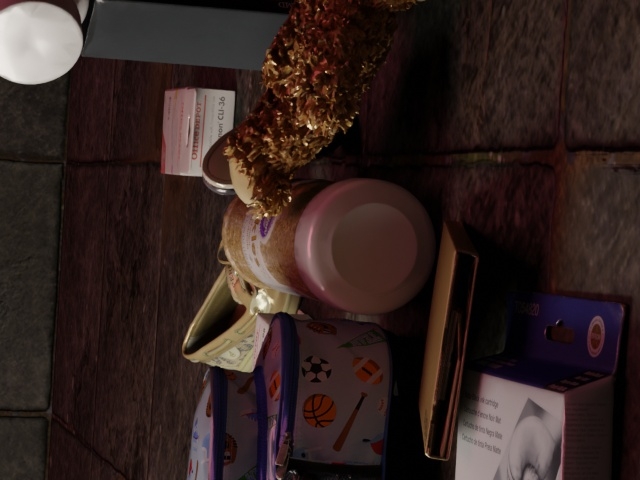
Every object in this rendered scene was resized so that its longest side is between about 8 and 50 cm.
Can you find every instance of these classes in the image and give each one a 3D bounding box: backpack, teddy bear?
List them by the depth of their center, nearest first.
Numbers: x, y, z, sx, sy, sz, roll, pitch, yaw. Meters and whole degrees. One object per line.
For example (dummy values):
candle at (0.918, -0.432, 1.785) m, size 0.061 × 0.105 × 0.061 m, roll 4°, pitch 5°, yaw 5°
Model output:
teddy bear at (0.017, -0.169, 1.769) m, size 0.338 × 0.113 × 0.245 m, roll -62°, pitch -1°, yaw 8°
backpack at (-0.016, 0.196, 1.773) m, size 0.276 × 0.213 × 0.263 m, roll 154°, pitch 129°, yaw -75°

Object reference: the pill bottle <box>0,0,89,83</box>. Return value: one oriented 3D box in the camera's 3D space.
pill bottle at (-0.307, -0.269, 2.029) m, size 0.229 × 0.131 × 0.131 m, roll -106°, pitch 24°, yaw -47°

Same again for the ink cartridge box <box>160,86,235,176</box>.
ink cartridge box at (-0.157, -0.140, 2.550) m, size 0.198 × 0.067 × 0.115 m, roll -166°, pitch 79°, yaw -75°

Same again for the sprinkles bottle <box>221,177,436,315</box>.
sprinkles bottle at (0.000, 0.000, 1.877) m, size 0.355 × 0.121 × 0.121 m, roll -173°, pitch 86°, yaw -74°

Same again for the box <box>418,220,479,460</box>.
box at (0.102, 0.075, 1.584) m, size 0.201 × 0.021 × 0.164 m, roll -76°, pitch -6°, yaw -83°

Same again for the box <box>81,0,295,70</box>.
box at (-0.127, -0.286, 2.119) m, size 0.103 × 0.261 × 0.184 m, roll 113°, pitch 155°, yaw -49°

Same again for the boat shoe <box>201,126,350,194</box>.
boat shoe at (-0.043, -0.081, 1.954) m, size 0.075 × 0.206 × 0.065 m, roll 38°, pitch 134°, yaw 21°

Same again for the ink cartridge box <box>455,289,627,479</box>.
ink cartridge box at (0.154, 0.150, 1.443) m, size 0.223 × 0.045 × 0.224 m, roll -178°, pitch 92°, yaw -74°

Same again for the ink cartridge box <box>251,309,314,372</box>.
ink cartridge box at (-0.032, 0.139, 2.068) m, size 0.180 × 0.060 × 0.104 m, roll -145°, pitch 59°, yaw -71°

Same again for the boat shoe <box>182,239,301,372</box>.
boat shoe at (-0.084, 0.064, 2.211) m, size 0.285 × 0.089 × 0.104 m, roll 113°, pitch 155°, yaw -49°
